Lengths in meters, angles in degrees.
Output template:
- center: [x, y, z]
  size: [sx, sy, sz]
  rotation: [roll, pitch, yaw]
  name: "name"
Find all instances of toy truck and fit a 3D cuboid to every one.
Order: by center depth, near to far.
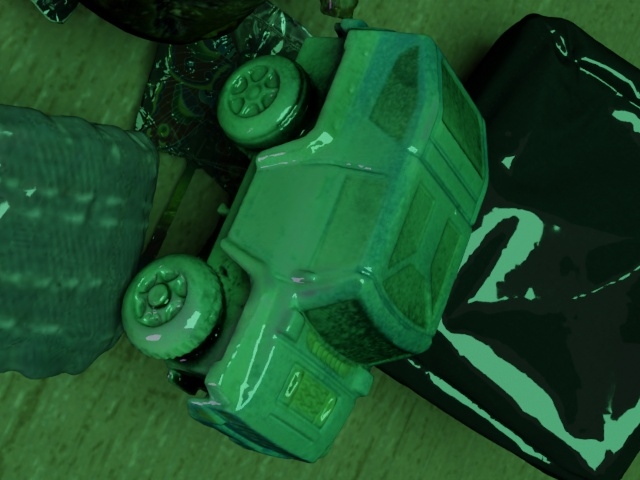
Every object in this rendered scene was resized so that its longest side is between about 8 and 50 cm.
- center: [0.000, 0.000, 0.724]
  size: [0.155, 0.156, 0.279]
  rotation: [45, 61, -51]
  name: "toy truck"

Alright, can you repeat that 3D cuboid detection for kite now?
- center: [-0.101, -0.053, 0.836]
  size: [0.152, 0.015, 0.285]
  rotation: [30, 85, -26]
  name: "kite"

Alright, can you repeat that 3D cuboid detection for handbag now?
- center: [0.181, 0.017, 0.875]
  size: [0.275, 0.178, 0.302]
  rotation: [36, 82, -5]
  name: "handbag"

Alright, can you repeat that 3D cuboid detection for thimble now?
- center: [-0.229, -0.010, 0.700]
  size: [0.236, 0.205, 0.172]
  rotation: [10, 96, -37]
  name: "thimble"

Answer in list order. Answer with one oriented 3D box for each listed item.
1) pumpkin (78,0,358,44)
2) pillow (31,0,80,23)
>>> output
- center: [-0.008, -0.260, 0.690]
  size: [0.242, 0.232, 0.325]
  rotation: [52, 53, -20]
  name: "pumpkin"
- center: [-0.208, -0.255, 0.737]
  size: [0.208, 0.055, 0.141]
  rotation: [40, 74, -5]
  name: "pillow"
